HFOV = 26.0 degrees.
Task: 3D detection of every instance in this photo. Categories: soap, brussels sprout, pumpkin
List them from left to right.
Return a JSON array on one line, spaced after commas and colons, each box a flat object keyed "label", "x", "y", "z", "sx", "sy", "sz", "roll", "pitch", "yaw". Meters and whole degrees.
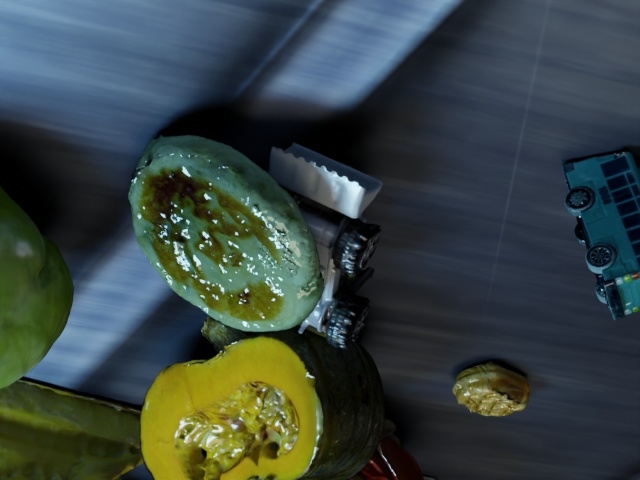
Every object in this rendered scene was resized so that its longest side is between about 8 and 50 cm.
[{"label": "brussels sprout", "x": -0.410, "y": 0.042, "z": 1.392, "sx": 0.316, "sy": 0.243, "sz": 0.274, "roll": 7, "pitch": 170, "yaw": -6}, {"label": "soap", "x": -0.358, "y": 0.345, "z": 1.769, "sx": 0.338, "sy": 0.304, "sz": 0.169, "roll": 19, "pitch": 144, "yaw": -28}, {"label": "pumpkin", "x": -0.053, "y": 0.192, "z": 1.682, "sx": 0.325, "sy": 0.242, "sz": 0.232, "roll": -24, "pitch": 172, "yaw": 39}]

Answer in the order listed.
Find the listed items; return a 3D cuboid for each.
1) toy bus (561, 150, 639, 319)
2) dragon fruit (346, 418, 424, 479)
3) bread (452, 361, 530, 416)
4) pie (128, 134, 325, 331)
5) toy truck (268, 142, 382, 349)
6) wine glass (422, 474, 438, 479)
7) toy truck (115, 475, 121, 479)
[{"label": "toy bus", "x": 0.306, "y": -0.011, "z": 1.415, "sx": 0.092, "sy": 0.160, "sz": 0.079, "roll": -19, "pitch": 143, "yaw": 8}, {"label": "dragon fruit", "x": 0.024, "y": 0.386, "z": 1.880, "sx": 0.277, "sy": 0.277, "sz": 0.342, "roll": -7, "pitch": 141, "yaw": 7}, {"label": "bread", "x": 0.222, "y": 0.198, "z": 1.818, "sx": 0.083, "sy": 0.044, "sz": 0.110, "roll": -27, "pitch": 142, "yaw": 33}, {"label": "pie", "x": -0.099, "y": -0.005, "z": 1.392, "sx": 0.240, "sy": 0.054, "sz": 0.240, "roll": 23, "pitch": 138, "yaw": 22}, {"label": "toy truck", "x": 0.000, "y": 0.000, "z": 1.451, "sx": 0.136, "sy": 0.111, "sz": 0.286, "roll": 24, "pitch": 141, "yaw": 14}, {"label": "wine glass", "x": 0.143, "y": 0.457, "z": 2.057, "sx": 0.093, "sy": 0.202, "sz": 0.093, "roll": -2, "pitch": 147, "yaw": -1}, {"label": "toy truck", "x": -0.376, "y": 0.387, "z": 2.027, "sx": 0.116, "sy": 0.085, "sz": 0.191, "roll": 27, "pitch": 134, "yaw": -22}]
